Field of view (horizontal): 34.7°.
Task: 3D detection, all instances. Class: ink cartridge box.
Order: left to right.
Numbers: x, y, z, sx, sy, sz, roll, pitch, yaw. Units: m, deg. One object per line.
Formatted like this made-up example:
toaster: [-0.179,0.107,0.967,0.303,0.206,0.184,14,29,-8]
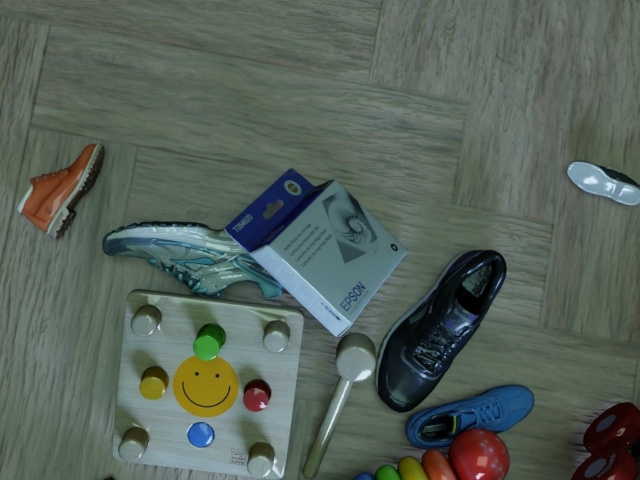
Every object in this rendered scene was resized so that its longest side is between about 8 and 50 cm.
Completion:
ink cartridge box: [0.000,0.000,1.495,0.224,0.045,0.223,42,39,-1]

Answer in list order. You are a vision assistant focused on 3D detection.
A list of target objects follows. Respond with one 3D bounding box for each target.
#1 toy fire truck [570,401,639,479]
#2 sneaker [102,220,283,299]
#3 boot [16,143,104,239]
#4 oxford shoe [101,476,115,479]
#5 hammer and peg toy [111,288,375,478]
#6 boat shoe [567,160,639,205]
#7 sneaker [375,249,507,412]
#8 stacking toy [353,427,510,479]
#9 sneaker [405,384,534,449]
toy fire truck: [0.510,0.310,1.436,0.169,0.302,0.254,49,121,-2]
sneaker: [-0.182,0.034,1.513,0.283,0.110,0.122,3,91,-3]
boot: [-0.387,-0.089,1.529,0.085,0.059,0.158,32,84,3]
oxford shoe: [-0.264,0.429,1.413,0.098,0.097,0.271,-42,51,-12]
hammer and peg toy: [-0.108,0.219,1.456,0.361,0.127,0.265,8,100,-1]
boat shoe: [0.451,-0.097,1.619,0.125,0.038,0.046,21,125,2]
sneaker: [0.178,0.128,1.527,0.107,0.124,0.283,33,83,-1]
stacking toy: [0.119,0.369,1.471,0.330,0.141,0.141,-27,88,1]
sneaker: [0.232,0.269,1.542,0.209,0.082,0.069,-14,84,-8]
